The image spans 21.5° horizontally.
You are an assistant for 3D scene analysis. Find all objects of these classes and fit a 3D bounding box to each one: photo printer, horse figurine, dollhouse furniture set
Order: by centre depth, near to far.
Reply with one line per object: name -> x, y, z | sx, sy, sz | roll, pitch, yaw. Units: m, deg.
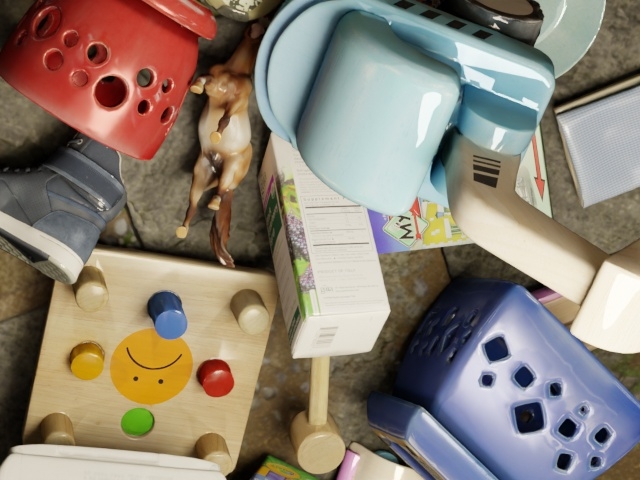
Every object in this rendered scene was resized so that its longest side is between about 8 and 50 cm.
horse figurine -> -0.106, -0.108, 1.819 | 0.066, 0.174, 0.263 | 10, 119, 8
photo printer -> -0.254, 0.332, 1.907 | 0.256, 0.107, 0.307 | 7, 152, -13
dollhouse furniture set -> 0.359, -0.041, 1.917 | 0.286, 0.198, 0.303 | -20, 115, -4

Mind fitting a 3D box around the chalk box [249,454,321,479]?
chalk box -> -0.041, 0.351, 1.986 | 0.132, 0.213, 0.132 | 25, 105, 7

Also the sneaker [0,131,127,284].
sneaker -> -0.317, -0.071, 1.814 | 0.226, 0.086, 0.163 | 29, 71, 9

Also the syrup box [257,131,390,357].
syrup box -> 0.000, 0.000, 1.825 | 0.096, 0.237, 0.093 | -3, 149, -16

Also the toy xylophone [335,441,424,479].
toy xylophone -> 0.177, 0.323, 2.089 | 0.322, 0.081, 0.236 | 27, 91, -20

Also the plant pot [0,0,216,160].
plant pot -> -0.210, -0.199, 1.727 | 0.191, 0.191, 0.174 | 32, 96, -23

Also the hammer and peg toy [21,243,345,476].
hammer and peg toy -> -0.140, 0.137, 1.917 | 0.361, 0.127, 0.266 | 8, 108, -16

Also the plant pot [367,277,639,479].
plant pot -> 0.197, 0.195, 1.915 | 0.236, 0.236, 0.212 | 44, 82, -10

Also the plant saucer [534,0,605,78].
plant saucer -> 0.221, -0.266, 1.878 | 0.195, 0.037, 0.195 | -5, 112, -11

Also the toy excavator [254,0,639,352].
toy excavator -> 0.130, -0.084, 1.624 | 0.432, 0.445, 0.222 | 21, 118, -2

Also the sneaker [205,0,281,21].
sneaker -> -0.027, -0.414, 1.657 | 0.158, 0.182, 0.410 | 16, 99, -16

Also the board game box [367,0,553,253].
board game box -> 0.135, -0.144, 1.871 | 0.213, 0.046, 0.317 | -7, 115, 10
